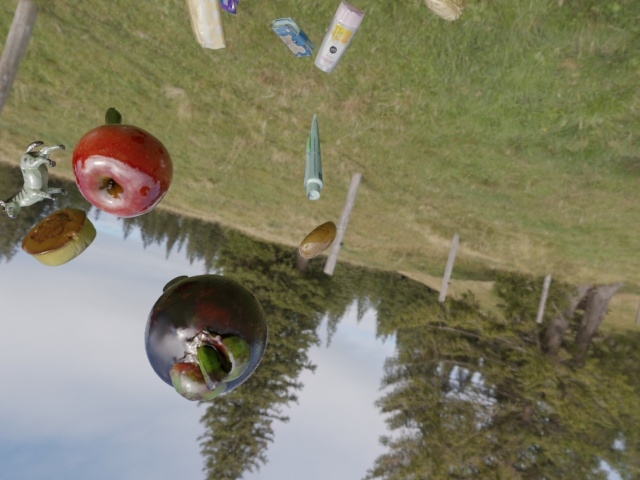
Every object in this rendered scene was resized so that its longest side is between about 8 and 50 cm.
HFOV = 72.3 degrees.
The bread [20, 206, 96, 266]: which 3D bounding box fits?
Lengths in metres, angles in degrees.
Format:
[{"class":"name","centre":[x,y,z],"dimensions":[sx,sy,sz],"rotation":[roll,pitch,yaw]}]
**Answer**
[{"class":"bread","centre":[-1.057,-0.020,1.780],"dimensions":[0.270,0.269,0.148],"rotation":[12,144,29]}]

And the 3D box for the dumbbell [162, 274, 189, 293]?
[{"class":"dumbbell","centre":[-0.458,0.222,1.525],"dimensions":[0.100,0.100,0.191],"rotation":[9,131,51]}]

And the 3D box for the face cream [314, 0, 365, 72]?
[{"class":"face cream","centre":[0.069,-0.822,1.781],"dimensions":[0.107,0.073,0.269],"rotation":[17,135,-21]}]

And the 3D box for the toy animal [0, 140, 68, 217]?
[{"class":"toy animal","centre":[-0.801,-0.168,1.219],"dimensions":[0.176,0.216,0.073],"rotation":[5,-173,5]}]

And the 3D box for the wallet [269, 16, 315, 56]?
[{"class":"wallet","centre":[-0.123,-0.942,2.036],"dimensions":[0.141,0.059,0.202],"rotation":[19,169,43]}]

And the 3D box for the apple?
[{"class":"apple","centre":[-0.554,-0.201,1.233],"dimensions":[0.261,0.260,0.216],"rotation":[15,-141,-12]}]

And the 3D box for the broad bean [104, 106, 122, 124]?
[{"class":"broad bean","centre":[-0.671,-0.355,1.415],"dimensions":[0.065,0.254,0.046],"rotation":[-26,143,17]}]

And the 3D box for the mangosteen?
[{"class":"mangosteen","centre":[-0.287,0.243,1.080],"dimensions":[0.306,0.305,0.359],"rotation":[15,-169,-1]}]

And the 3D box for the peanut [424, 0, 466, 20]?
[{"class":"peanut","centre":[0.497,-0.997,1.759],"dimensions":[0.197,0.232,0.110],"rotation":[21,149,-21]}]

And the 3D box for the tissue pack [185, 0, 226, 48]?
[{"class":"tissue pack","centre":[-0.321,-0.657,1.194],"dimensions":[0.090,0.222,0.186],"rotation":[-14,-138,-11]}]

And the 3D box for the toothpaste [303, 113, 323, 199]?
[{"class":"toothpaste","centre":[-0.019,-0.221,1.160],"dimensions":[0.048,0.296,0.074],"rotation":[8,139,-10]}]

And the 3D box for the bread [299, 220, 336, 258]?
[{"class":"bread","centre":[0.000,0.000,1.594],"dimensions":[0.077,0.189,0.114],"rotation":[33,142,27]}]

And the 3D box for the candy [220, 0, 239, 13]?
[{"class":"candy","centre":[-0.437,-0.978,1.674],"dimensions":[0.275,0.070,0.145],"rotation":[20,143,1]}]
